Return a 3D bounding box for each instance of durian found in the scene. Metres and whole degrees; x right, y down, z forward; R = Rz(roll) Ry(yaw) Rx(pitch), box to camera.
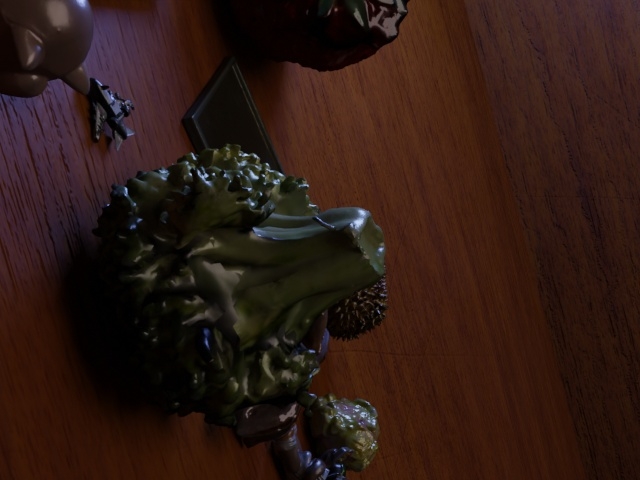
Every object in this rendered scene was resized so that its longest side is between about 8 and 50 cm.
[{"bbox_3d":[0.035,0.066,1.803,0.158,0.137,0.168,-12,113,-84],"label":"durian"}]

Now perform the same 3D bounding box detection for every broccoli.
[{"bbox_3d":[-0.071,0.042,1.338,0.348,0.281,0.293,-37,111,-67],"label":"broccoli"}]

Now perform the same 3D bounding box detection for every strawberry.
[{"bbox_3d":[-0.020,-0.383,1.813,0.292,0.310,0.292,4,82,-33],"label":"strawberry"}]

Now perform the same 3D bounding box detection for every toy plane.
[{"bbox_3d":[-0.233,-0.144,1.385,0.078,0.031,0.083,-56,133,-46],"label":"toy plane"}]

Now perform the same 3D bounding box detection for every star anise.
[{"bbox_3d":[-0.046,0.142,1.522,0.229,0.093,0.236,-52,158,-66],"label":"star anise"}]

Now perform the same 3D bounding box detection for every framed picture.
[{"bbox_3d":[-0.096,-0.086,1.722,0.213,0.016,0.289,-69,140,-57],"label":"framed picture"}]

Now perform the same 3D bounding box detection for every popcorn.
[{"bbox_3d":[0.036,0.268,1.747,0.097,0.109,0.089,-21,135,-35],"label":"popcorn"}]

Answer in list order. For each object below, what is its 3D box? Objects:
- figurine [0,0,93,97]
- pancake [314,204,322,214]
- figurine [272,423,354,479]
[{"bbox_3d":[-0.279,-0.206,1.197,0.138,0.125,0.125,65,19,12],"label":"figurine"},{"bbox_3d":[0.000,0.000,1.903,0.108,0.017,0.108,-7,90,-75],"label":"pancake"},{"bbox_3d":[0.007,0.323,1.635,0.147,0.093,0.197,-71,143,-72],"label":"figurine"}]
